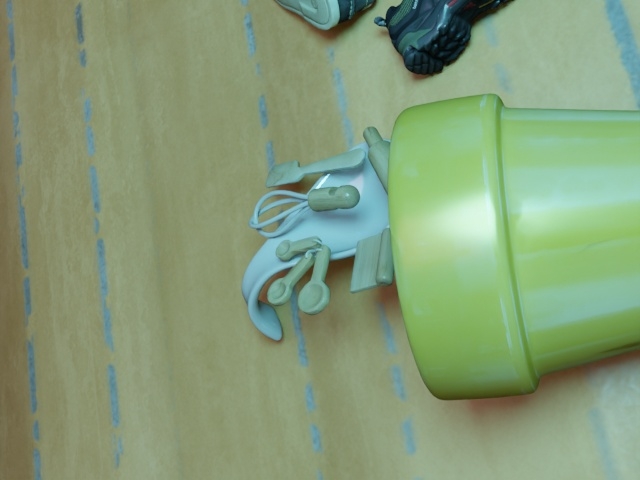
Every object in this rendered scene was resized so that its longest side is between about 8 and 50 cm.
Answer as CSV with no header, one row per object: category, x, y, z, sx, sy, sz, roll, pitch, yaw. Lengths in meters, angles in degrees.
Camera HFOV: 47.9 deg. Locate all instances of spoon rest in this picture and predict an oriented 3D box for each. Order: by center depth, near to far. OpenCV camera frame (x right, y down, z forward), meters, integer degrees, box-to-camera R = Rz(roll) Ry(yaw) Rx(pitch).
spoon rest,0.000,0.000,0.811,0.276,0.084,0.137,-49,42,21

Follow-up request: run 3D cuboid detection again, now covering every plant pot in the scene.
plant pot,0.202,-0.004,0.592,0.239,0.254,0.254,-7,78,18

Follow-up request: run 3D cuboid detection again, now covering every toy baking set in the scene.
toy baking set,0.006,-0.034,0.762,0.197,0.030,0.256,-33,44,18

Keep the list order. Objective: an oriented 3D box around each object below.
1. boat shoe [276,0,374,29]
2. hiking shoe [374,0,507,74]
boat shoe,-0.020,-0.337,0.905,0.079,0.084,0.233,-32,50,-15
hiking shoe,0.148,-0.290,0.756,0.227,0.086,0.114,-44,62,22
